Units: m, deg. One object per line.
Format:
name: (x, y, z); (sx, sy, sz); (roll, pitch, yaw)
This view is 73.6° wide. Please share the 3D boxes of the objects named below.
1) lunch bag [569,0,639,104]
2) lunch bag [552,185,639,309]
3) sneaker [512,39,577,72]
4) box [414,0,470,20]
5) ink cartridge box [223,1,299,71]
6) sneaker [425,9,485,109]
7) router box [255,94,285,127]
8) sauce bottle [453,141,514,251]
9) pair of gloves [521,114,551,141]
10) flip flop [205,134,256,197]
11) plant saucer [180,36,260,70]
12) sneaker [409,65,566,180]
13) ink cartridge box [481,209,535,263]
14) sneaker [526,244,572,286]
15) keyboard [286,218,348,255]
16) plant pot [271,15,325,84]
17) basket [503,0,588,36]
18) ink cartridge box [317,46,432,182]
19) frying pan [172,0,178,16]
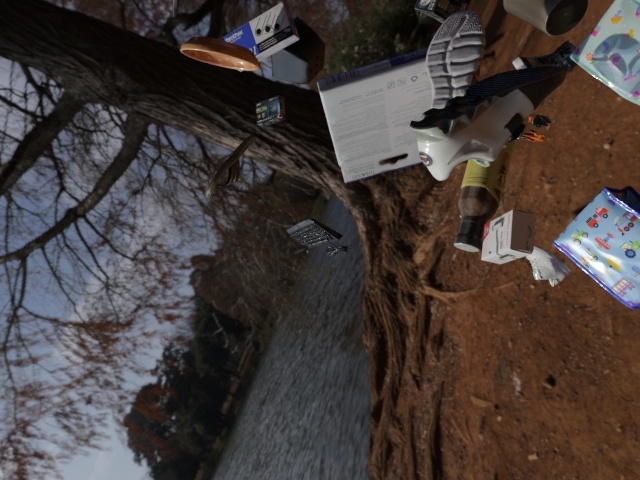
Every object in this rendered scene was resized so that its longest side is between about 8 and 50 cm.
lunch bag: (0.886, -0.530, 1.177); (0.160, 0.262, 0.223); (-24, -25, -29)
lunch bag: (0.836, 0.030, 1.162); (0.293, 0.138, 0.221); (63, 146, 35)
sneaker: (0.762, -0.599, 1.429); (0.153, 0.268, 0.101); (-41, 62, 43)
box: (0.400, -0.779, 1.352); (0.180, 0.077, 0.148); (-9, -54, -45)
ink cartridge box: (-0.169, -0.577, 1.221); (0.046, 0.206, 0.097); (-20, -88, -67)
sneaker: (0.324, -0.354, 1.019); (0.180, 0.124, 0.322); (7, -87, -64)
router box: (-0.199, -0.512, 1.698); (0.038, 0.122, 0.092); (14, -111, -60)
sauce bottle: (0.440, -0.140, 1.167); (0.111, 0.111, 0.345); (121, 167, -82)
pair of gloves: (0.668, -0.347, 1.328); (0.010, 0.074, 0.083); (-85, 3, -59)
flip flop: (-0.315, -0.257, 1.536); (0.277, 0.080, 0.112); (-51, 21, -7)
plant saucer: (-0.251, -0.475, 1.089); (0.200, 0.199, 0.037); (-72, -7, -78)
sneaker: (0.336, -0.232, 0.847); (0.330, 0.146, 0.122); (-28, 29, -5)
ink cartridge box: (0.444, -0.007, 1.019); (0.135, 0.056, 0.099); (116, 165, -75)
sneaker: (0.711, 0.079, 1.381); (0.094, 0.212, 0.080); (-56, 15, 11)
keyboard: (0.000, 0.000, 1.462); (0.033, 0.201, 0.317); (-64, 13, -12)
plant pot: (-0.084, -0.763, 1.769); (0.188, 0.166, 0.187); (-52, -12, -22)
basket: (0.694, -0.745, 1.317); (0.204, 0.154, 0.227); (99, 160, -53)
ink cartridge box: (0.184, -0.334, 1.185); (0.330, 0.323, 0.072); (69, -172, -52)
frying pan: (-0.343, -0.648, 1.055); (0.326, 0.053, 0.198); (120, 151, -53)
